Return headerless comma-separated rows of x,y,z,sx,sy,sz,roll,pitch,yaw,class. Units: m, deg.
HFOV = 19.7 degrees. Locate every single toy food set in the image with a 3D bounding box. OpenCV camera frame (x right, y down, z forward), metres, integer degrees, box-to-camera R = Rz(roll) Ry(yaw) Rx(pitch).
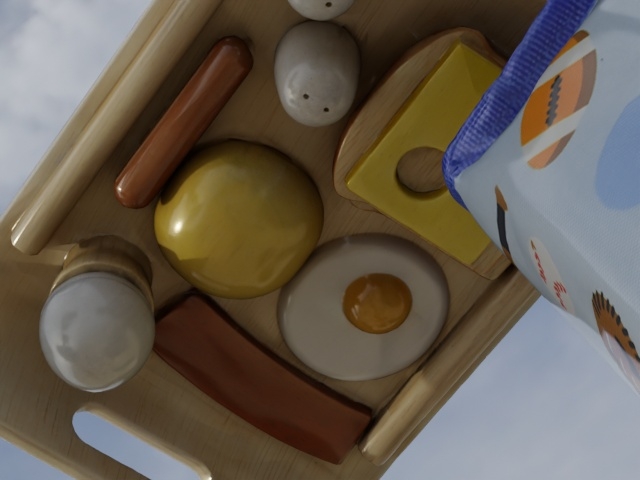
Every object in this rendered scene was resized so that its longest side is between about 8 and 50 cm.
0.000,0.000,0.765,0.220,0.092,0.306,32,-65,-16,toy food set

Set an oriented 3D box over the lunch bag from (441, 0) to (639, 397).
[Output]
0.271,0.043,0.583,0.385,0.328,0.239,27,-77,-23,lunch bag
